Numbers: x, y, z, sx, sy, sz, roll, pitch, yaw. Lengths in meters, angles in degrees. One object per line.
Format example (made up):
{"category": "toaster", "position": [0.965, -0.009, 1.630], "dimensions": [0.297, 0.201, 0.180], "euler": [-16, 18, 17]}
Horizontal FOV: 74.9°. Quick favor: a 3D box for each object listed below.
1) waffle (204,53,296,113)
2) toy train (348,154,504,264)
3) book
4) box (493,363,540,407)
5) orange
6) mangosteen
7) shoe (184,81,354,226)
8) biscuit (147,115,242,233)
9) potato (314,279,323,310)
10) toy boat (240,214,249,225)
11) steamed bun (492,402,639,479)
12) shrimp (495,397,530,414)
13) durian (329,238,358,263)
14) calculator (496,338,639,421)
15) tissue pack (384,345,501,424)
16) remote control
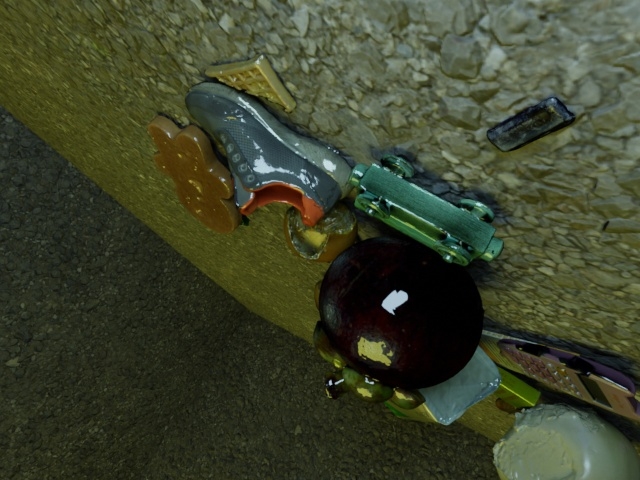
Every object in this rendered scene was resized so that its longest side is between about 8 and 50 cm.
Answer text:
{"category": "waffle", "position": [-0.115, -0.245, 0.670], "dimensions": [0.153, 0.023, 0.097], "euler": [13, 152, 41]}
{"category": "toy train", "position": [0.157, -0.038, 0.658], "dimensions": [0.248, 0.101, 0.159], "euler": [31, 175, 10]}
{"category": "book", "position": [0.505, 0.292, 1.029], "dimensions": [0.295, 0.020, 0.208], "euler": [7, 149, 52]}
{"category": "box", "position": [0.452, 0.375, 1.238], "dimensions": [0.335, 0.047, 0.187], "euler": [30, 165, 20]}
{"category": "orange", "position": [-0.002, -0.023, 0.859], "dimensions": [0.156, 0.134, 0.156], "euler": [11, 130, 14]}
{"category": "mangosteen", "position": [0.144, 0.147, 0.786], "dimensions": [0.330, 0.330, 0.330], "euler": [29, 161, 11]}
{"category": "shoe", "position": [-0.116, -0.129, 0.731], "dimensions": [0.336, 0.171, 0.132], "euler": [32, 162, 1]}
{"category": "biscuit", "position": [-0.310, -0.155, 1.081], "dimensions": [0.275, 0.052, 0.355], "euler": [19, 145, 28]}
{"category": "potato", "position": [0.105, 0.271, 1.439], "dimensions": [0.369, 0.176, 0.195], "euler": [53, -164, -31]}
{"category": "toy boat", "position": [-0.304, -0.090, 1.255], "dimensions": [0.229, 0.089, 0.088], "euler": [20, 180, 13]}
{"category": "steamed bun", "position": [0.673, 0.584, 1.145], "dimensions": [0.312, 0.233, 0.334], "euler": [30, 143, -34]}
{"category": "shrimp", "position": [0.662, 0.556, 1.385], "dimensions": [0.150, 0.068, 0.248], "euler": [10, 159, 23]}
{"category": "durian", "position": [0.000, 0.000, 0.995], "dimensions": [0.188, 0.091, 0.148], "euler": [30, 161, 12]}
{"category": "calculator", "position": [0.524, 0.286, 0.900], "dimensions": [0.194, 0.043, 0.294], "euler": [44, 162, -31]}
{"category": "tissue pack", "position": [0.218, 0.297, 1.101], "dimensions": [0.332, 0.205, 0.405], "euler": [52, 163, 15]}
{"category": "remote control", "position": [0.223, -0.121, 0.454], "dimensions": [0.039, 0.014, 0.096], "euler": [37, 160, -12]}
